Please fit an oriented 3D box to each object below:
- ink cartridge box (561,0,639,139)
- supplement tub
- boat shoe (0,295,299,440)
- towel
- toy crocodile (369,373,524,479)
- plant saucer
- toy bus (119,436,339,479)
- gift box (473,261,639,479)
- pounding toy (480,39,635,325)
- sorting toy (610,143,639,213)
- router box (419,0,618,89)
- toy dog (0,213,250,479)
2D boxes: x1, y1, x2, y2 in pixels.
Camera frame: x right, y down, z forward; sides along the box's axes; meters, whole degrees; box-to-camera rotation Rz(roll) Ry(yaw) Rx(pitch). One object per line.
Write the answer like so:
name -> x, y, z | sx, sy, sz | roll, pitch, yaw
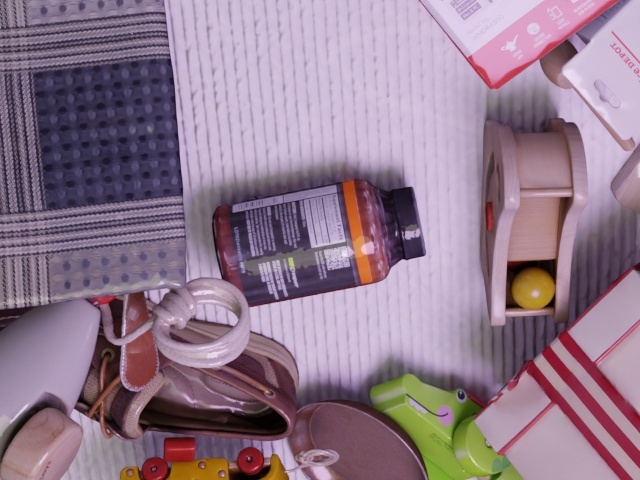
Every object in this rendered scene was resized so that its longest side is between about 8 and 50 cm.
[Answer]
ink cartridge box -> 0.308, -0.193, 1.558 | 0.181, 0.061, 0.104 | -44, 112, 6
supplement tub -> 0.000, 0.000, 1.637 | 0.198, 0.106, 0.106 | -10, 118, 2
boat shoe -> -0.185, 0.136, 1.688 | 0.342, 0.123, 0.123 | 16, 116, -12
towel -> -0.290, -0.090, 1.521 | 0.324, 0.056, 0.312 | -5, 86, -5
toy crocodile -> 0.198, 0.240, 1.783 | 0.340, 0.105, 0.115 | 35, 146, -14
plant saucer -> 0.044, 0.226, 1.766 | 0.168, 0.029, 0.168 | 20, 135, 21
toy bus -> -0.106, 0.279, 1.719 | 0.191, 0.104, 0.202 | 15, 148, -32
gift box -> 0.323, 0.168, 1.633 | 0.255, 0.258, 0.276 | -45, 150, 15
pounding toy -> 0.235, -0.045, 1.599 | 0.155, 0.154, 0.269 | -2, 119, -2
sorting toy -> 0.463, -0.076, 1.632 | 0.255, 0.089, 0.257 | 26, 113, -16
router box -> 0.192, -0.346, 1.474 | 0.335, 0.082, 0.301 | -36, 114, 15
toy dog -> -0.241, 0.109, 1.594 | 0.334, 0.220, 0.161 | -32, 162, -20
